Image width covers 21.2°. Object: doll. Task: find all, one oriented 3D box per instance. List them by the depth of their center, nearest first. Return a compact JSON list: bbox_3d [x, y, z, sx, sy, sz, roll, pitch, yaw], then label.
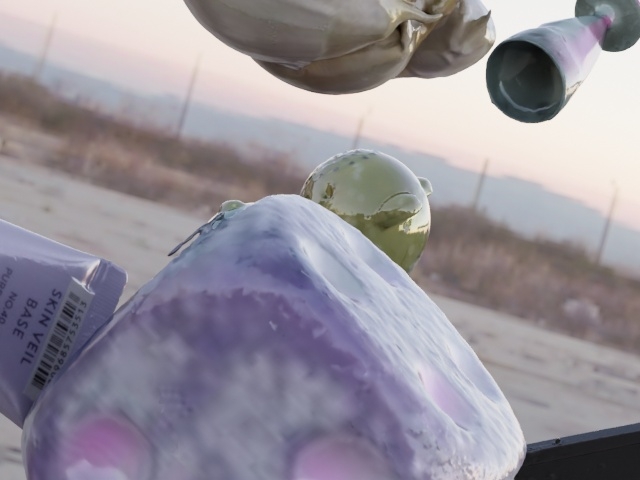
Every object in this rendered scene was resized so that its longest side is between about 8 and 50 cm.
[{"bbox_3d":[0.000,0.000,1.884,0.261,0.161,0.177,-23,5,14],"label":"doll"}]

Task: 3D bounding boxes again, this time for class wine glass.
[{"bbox_3d":[0.198,-0.156,1.364,0.073,0.073,0.155,15,37,32],"label":"wine glass"}]

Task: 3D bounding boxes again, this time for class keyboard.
[{"bbox_3d":[0.376,0.249,1.976,0.310,0.101,0.018,-13,27,9],"label":"keyboard"}]

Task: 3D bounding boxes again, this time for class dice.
[{"bbox_3d":[-0.032,0.146,1.249,0.271,0.270,0.270,48,13,7],"label":"dice"}]

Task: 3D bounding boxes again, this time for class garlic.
[{"bbox_3d":[0.006,-0.178,1.094,0.203,0.185,0.281,47,-10,34],"label":"garlic"}]

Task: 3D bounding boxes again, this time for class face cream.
[{"bbox_3d":[-0.287,0.031,1.297,0.274,0.154,0.096,30,-24,-24],"label":"face cream"}]
